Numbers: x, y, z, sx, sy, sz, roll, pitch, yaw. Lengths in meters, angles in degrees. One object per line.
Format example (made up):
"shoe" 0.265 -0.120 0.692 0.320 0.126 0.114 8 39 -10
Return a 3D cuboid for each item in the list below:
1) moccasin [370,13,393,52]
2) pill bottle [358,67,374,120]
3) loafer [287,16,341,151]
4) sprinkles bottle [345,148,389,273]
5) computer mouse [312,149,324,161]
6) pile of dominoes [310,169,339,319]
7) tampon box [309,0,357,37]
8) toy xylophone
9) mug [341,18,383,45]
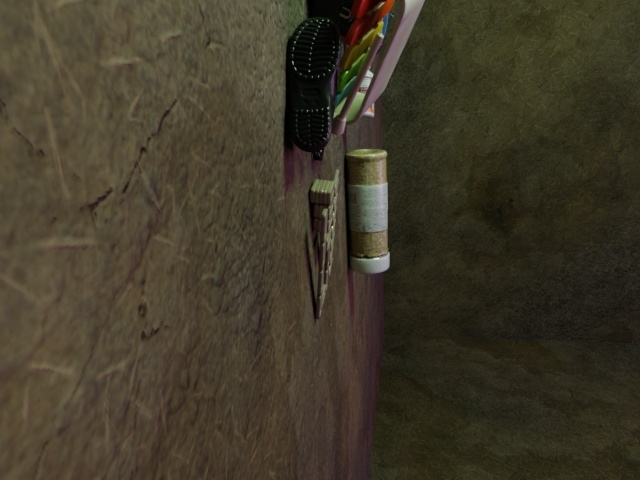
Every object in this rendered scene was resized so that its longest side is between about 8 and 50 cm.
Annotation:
"moccasin" 0.131 -0.681 1.364 0.117 0.138 0.341 -67 156 -75
"pill bottle" 0.103 -0.408 1.347 0.086 0.086 0.151 -17 107 -79
"loafer" -0.014 -0.237 0.771 0.078 0.080 0.219 86 10 -82
"sprinkles bottle" 0.139 -0.084 1.451 0.121 0.122 0.354 -61 149 -70
"computer mouse" 0.016 -0.253 0.997 0.071 0.041 0.241 75 19 -57
"pile of dominoes" 0.000 0.000 0.991 0.196 0.040 0.251 -73 168 -60
"tampon box" 0.060 -0.466 0.947 0.120 0.102 0.161 -61 -174 30
"toy xylophone" 0.079 -0.320 0.837 0.236 0.081 0.322 -52 172 -47
"mug" 0.097 -0.572 1.208 0.150 0.113 0.169 -115 -154 -60
